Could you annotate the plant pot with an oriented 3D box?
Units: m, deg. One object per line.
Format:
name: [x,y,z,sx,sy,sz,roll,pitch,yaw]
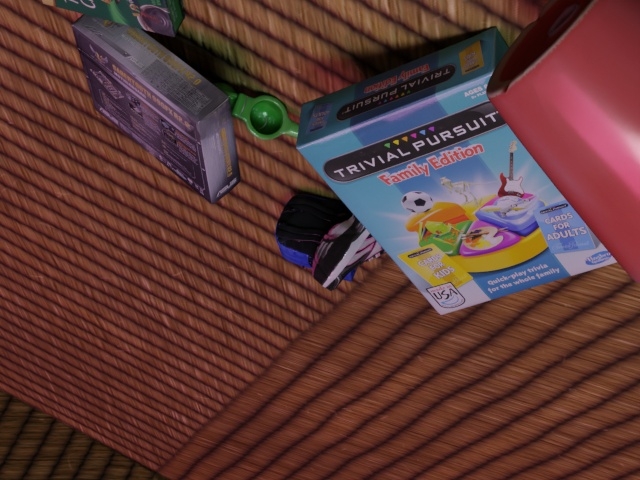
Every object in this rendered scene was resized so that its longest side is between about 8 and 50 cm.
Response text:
plant pot: [0.312,-0.133,1.482,0.243,0.275,0.275,42,149,-9]

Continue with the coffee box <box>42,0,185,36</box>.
coffee box: [-0.258,-0.310,1.840,0.184,0.040,0.113,17,151,14]

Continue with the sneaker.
sneaker: [0.064,0.000,2.008,0.077,0.072,0.178,29,110,-28]

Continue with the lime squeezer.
lime squeezer: [-0.093,-0.150,1.968,0.310,0.058,0.110,15,150,17]

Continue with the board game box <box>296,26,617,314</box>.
board game box: [0.169,-0.067,1.794,0.254,0.079,0.336,-19,132,28]

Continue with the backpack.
backpack: [0.000,0.000,2.107,0.120,0.098,0.101,17,155,13]

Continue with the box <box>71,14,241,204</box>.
box: [-0.204,-0.173,1.937,0.231,0.056,0.183,38,157,23]
